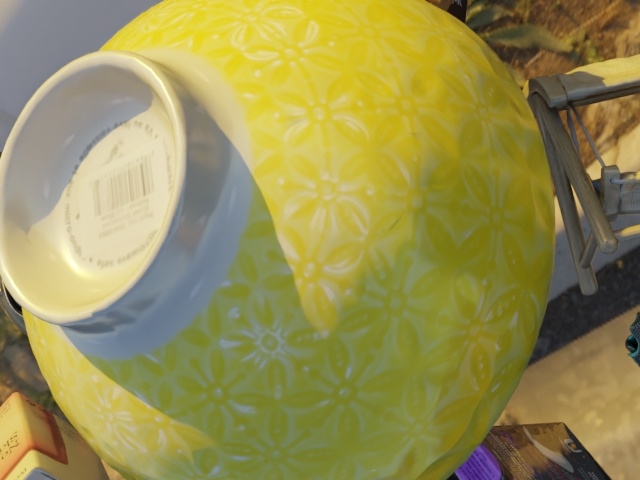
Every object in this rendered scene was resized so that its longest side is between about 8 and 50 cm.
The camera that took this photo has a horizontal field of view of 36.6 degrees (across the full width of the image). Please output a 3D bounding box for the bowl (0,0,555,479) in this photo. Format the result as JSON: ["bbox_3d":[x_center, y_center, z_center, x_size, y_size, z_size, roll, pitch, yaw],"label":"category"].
[{"bbox_3d":[-0.053,-0.008,0.450,0.289,0.290,0.156,-12,163,32],"label":"bowl"}]

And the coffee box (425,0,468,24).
[{"bbox_3d":[0.064,-0.209,0.950,0.098,0.247,0.141,-8,157,42],"label":"coffee box"}]

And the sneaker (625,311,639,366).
[{"bbox_3d":[0.384,0.130,1.097,0.076,0.065,0.167,19,148,28],"label":"sneaker"}]

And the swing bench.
[{"bbox_3d":[0.378,-0.104,1.051,0.253,0.255,0.165,-13,158,1],"label":"swing bench"}]

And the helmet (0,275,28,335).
[{"bbox_3d":[-0.278,0.045,1.079,0.161,0.169,0.170,19,132,18],"label":"helmet"}]

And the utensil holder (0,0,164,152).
[{"bbox_3d":[-0.248,-0.315,1.052,0.327,0.328,0.385,38,107,-7],"label":"utensil holder"}]

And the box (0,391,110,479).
[{"bbox_3d":[-0.327,0.293,1.077,0.127,0.149,0.232,42,173,-24],"label":"box"}]

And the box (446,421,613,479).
[{"bbox_3d":[0.261,0.344,1.253,0.143,0.270,0.165,-52,54,22],"label":"box"}]
